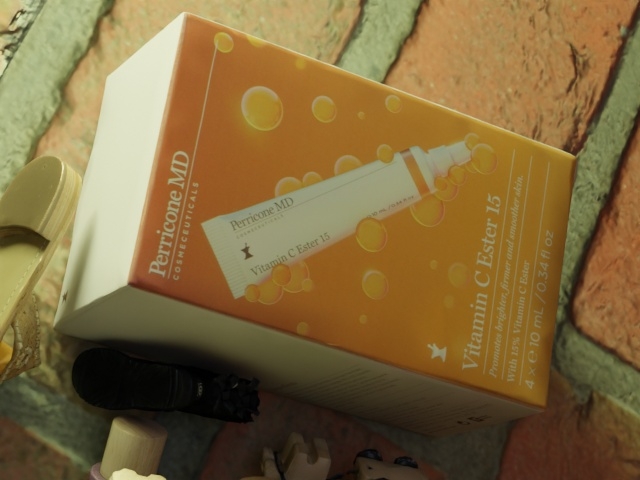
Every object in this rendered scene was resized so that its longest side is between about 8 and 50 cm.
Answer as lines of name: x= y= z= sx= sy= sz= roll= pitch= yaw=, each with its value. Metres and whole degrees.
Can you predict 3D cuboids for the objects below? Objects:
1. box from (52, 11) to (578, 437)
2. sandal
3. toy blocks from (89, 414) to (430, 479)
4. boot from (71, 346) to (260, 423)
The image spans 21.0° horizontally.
box: x=0.000 y=0.000 z=1.323 sx=0.345 sy=0.168 sz=0.215 roll=18 pitch=70 yaw=-22
sandal: x=-0.223 y=0.059 z=1.243 sx=0.079 sy=0.088 sz=0.240 roll=42 pitch=67 yaw=-41
toy blocks: x=-0.057 y=0.304 z=1.218 sx=0.289 sy=0.309 sz=0.260 roll=13 pitch=104 yaw=-12
boot: x=-0.112 y=0.110 z=1.294 sx=0.099 sy=0.121 sz=0.045 roll=16 pitch=80 yaw=-54
